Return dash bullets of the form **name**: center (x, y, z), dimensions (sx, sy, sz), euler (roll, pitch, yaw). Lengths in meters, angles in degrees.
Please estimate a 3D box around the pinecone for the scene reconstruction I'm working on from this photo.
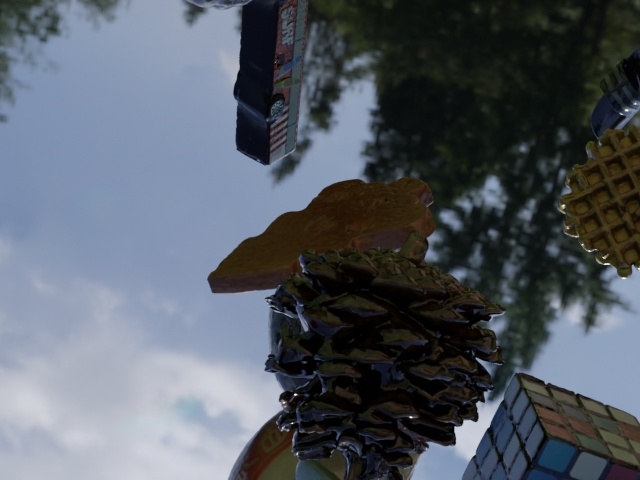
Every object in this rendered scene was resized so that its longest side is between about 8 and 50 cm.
- **pinecone**: center (0.052, 0.115, 1.285), dimensions (0.243, 0.257, 0.243), euler (28, 154, 15)

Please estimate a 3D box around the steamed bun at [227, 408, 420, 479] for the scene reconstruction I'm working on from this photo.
- **steamed bun**: center (-0.017, 0.395, 2.101), dimensions (0.241, 0.374, 0.374), euler (41, -162, 3)

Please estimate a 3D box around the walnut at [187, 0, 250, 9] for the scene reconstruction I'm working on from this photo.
- **walnut**: center (-0.086, -0.309, 1.182), dimensions (0.178, 0.230, 0.178), euler (5, -127, -7)

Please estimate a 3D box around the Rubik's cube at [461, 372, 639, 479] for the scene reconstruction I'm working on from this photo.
- **Rubik's cube**: center (0.262, 0.258, 1.403), dimensions (0.154, 0.151, 0.155), euler (22, -163, -11)

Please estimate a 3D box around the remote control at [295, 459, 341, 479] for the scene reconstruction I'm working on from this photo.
- **remote control**: center (0.038, 0.323, 1.408), dimensions (0.045, 0.097, 0.256), euler (-20, -148, -20)

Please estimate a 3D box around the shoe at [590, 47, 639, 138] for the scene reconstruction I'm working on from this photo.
- **shoe**: center (0.437, -0.212, 1.929), dimensions (0.049, 0.179, 0.071), euler (-8, -119, -23)

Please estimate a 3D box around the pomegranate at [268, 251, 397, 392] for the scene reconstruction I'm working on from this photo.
- **pomegranate**: center (0.090, 0.151, 1.937), dimensions (0.341, 0.285, 0.285), euler (12, -167, -37)

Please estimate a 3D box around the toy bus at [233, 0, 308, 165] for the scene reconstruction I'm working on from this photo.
- **toy bus**: center (-0.081, -0.315, 2.099), dimensions (0.093, 0.409, 0.092), euler (32, -137, 31)

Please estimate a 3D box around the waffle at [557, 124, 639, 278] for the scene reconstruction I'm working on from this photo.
- **waffle**: center (0.369, -0.050, 1.496), dimensions (0.191, 0.191, 0.038), euler (19, 166, 18)

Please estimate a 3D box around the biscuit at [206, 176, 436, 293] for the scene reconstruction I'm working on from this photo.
- **biscuit**: center (0.000, 0.000, 1.635), dimensions (0.306, 0.043, 0.284), euler (-25, -160, -13)
